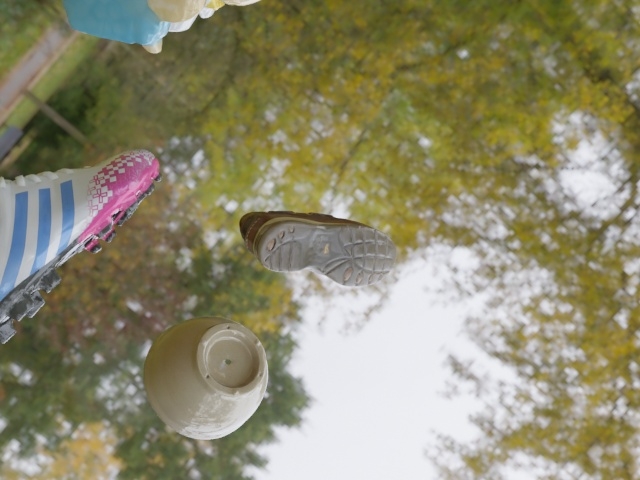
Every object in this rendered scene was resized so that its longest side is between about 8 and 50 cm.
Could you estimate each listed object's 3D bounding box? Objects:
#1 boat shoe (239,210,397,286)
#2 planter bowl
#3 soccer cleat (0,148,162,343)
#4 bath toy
[{"bbox_3d":[0.000,0.000,1.096,0.060,0.178,0.064,39,-69,46],"label":"boat shoe"},{"bbox_3d":[-0.134,0.167,1.474,0.109,0.162,0.162,-35,-161,55],"label":"planter bowl"},{"bbox_3d":[-0.295,-0.034,1.217,0.116,0.143,0.331,-44,-174,41],"label":"soccer cleat"},{"bbox_3d":[-0.070,-0.260,0.948,0.348,0.152,0.129,-49,149,-57],"label":"bath toy"}]
